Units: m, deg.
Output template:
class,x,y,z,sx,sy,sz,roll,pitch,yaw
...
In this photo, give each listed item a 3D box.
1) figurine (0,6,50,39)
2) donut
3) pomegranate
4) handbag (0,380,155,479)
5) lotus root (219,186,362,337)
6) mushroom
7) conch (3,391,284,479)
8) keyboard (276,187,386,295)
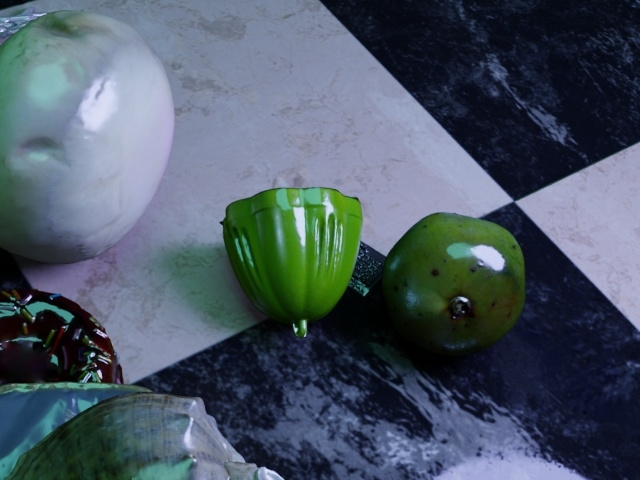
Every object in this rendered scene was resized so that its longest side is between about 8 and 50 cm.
class,x,y,z,sx,sy,sz,roll,pitch,yaw
figurine,-0.517,-0.310,1.705,0.284,0.206,0.316,0,56,-5
donut,-0.340,0.150,1.406,0.235,0.089,0.235,6,51,-7
pomegranate,0.169,0.043,1.571,0.187,0.187,0.225,15,22,0
handbag,-0.251,0.295,1.200,0.222,0.241,0.263,3,50,-12
lotus root,-0.032,0.040,1.539,0.186,0.186,0.186,6,49,-8
mushroom,-0.321,-0.104,1.518,0.315,0.356,0.315,26,44,-28
conch,-0.147,0.209,1.037,0.291,0.159,0.210,8,52,-5
keyboard,0.000,-0.001,1.660,0.196,0.015,0.074,33,52,16
